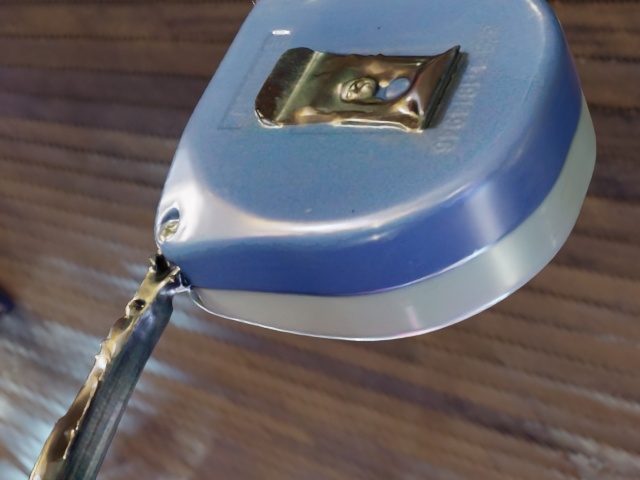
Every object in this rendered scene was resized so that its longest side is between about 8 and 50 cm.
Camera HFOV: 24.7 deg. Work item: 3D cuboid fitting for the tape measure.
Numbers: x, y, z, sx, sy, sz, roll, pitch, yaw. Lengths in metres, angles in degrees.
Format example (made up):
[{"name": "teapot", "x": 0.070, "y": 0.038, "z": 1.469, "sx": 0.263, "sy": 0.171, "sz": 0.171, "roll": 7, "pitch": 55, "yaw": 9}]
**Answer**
[{"name": "tape measure", "x": 0.000, "y": 0.000, "z": 0.700, "sx": 0.215, "sy": 0.351, "sz": 0.098, "roll": 3, "pitch": 142, "yaw": 30}]
